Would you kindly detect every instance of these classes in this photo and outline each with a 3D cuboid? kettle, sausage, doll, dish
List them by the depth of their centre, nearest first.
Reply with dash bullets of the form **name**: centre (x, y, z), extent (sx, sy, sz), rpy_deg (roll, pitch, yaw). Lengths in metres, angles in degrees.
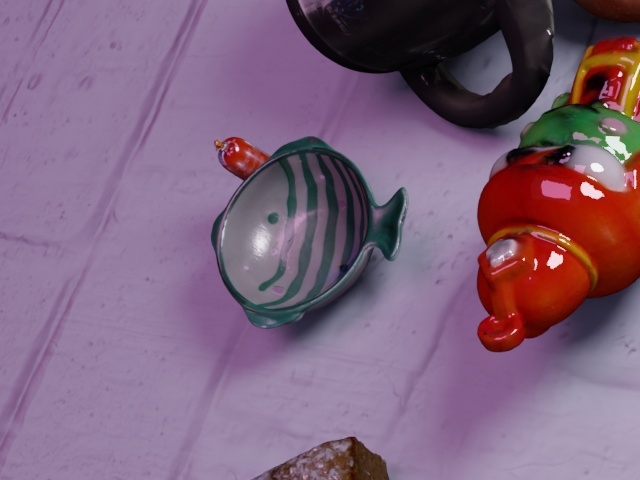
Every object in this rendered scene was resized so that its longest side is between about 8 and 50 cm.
- **doll**: centre (0.242, -0.034, 1.465), extent (0.183, 0.160, 0.363), rpy_deg (5, 47, 44)
- **kettle**: centre (0.134, -0.269, 1.648), extent (0.228, 0.320, 0.324), rpy_deg (-21, 5, -23)
- **dish**: centre (0.000, 0.000, 1.719), extent (0.246, 0.078, 0.224), rpy_deg (-2, 67, 33)
- **sausage**: centre (-0.068, -0.082, 1.791), extent (0.048, 0.145, 0.050), rpy_deg (1, 67, 47)

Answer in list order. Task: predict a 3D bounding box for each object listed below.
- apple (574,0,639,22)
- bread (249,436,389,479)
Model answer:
- **apple**: centre (0.323, -0.329, 1.610), extent (0.201, 0.162, 0.201), rpy_deg (-21, 49, 27)
- **bread**: centre (-0.109, 0.353, 1.554), extent (0.417, 0.113, 0.165), rpy_deg (-30, 48, 20)
